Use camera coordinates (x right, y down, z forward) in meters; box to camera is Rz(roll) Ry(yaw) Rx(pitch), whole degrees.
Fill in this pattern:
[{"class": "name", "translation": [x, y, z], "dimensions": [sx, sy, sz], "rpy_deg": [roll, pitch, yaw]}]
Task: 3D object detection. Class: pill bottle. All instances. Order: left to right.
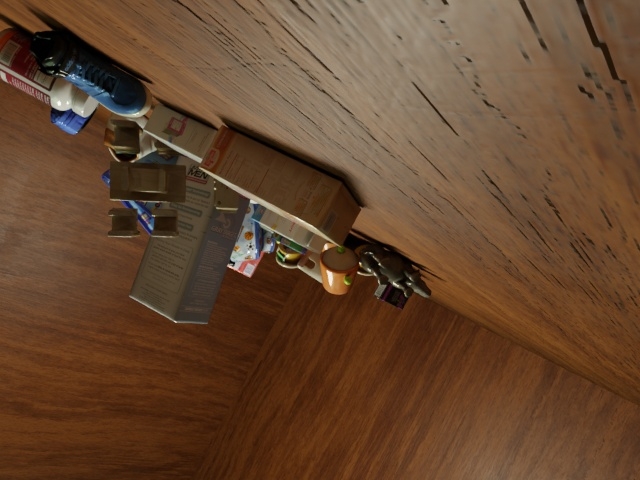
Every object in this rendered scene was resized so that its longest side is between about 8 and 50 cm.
[{"class": "pill bottle", "translation": [-0.455, -0.275, 0.717], "dimensions": [0.152, 0.086, 0.086], "rpy_deg": [30, 178, -16]}]

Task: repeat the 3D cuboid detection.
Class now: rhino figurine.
[{"class": "rhino figurine", "translation": [0.188, 0.078, 1.014], "dimensions": [0.243, 0.073, 0.106], "rpy_deg": [28, -168, -35]}]

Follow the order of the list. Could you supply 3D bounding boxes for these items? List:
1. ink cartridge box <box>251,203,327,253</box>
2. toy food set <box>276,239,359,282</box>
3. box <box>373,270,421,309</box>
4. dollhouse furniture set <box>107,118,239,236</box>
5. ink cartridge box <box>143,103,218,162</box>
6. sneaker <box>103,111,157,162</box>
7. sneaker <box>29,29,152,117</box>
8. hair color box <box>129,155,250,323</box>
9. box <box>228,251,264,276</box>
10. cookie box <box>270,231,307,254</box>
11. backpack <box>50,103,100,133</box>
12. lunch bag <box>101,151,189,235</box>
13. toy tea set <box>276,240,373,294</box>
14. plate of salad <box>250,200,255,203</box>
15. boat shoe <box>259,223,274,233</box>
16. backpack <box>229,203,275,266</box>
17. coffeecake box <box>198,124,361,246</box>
[{"class": "ink cartridge box", "translation": [-0.039, -0.043, 0.797], "dimensions": [0.143, 0.092, 0.090], "rpy_deg": [27, 178, 40]}, {"class": "toy food set", "translation": [0.050, 0.068, 1.277], "dimensions": [0.220, 0.092, 0.306], "rpy_deg": [30, -160, 37]}, {"class": "box", "translation": [0.217, 0.125, 1.192], "dimensions": [0.029, 0.116, 0.162], "rpy_deg": [29, 179, 38]}, {"class": "dollhouse furniture set", "translation": [-0.290, -0.114, 0.869], "dimensions": [0.242, 0.212, 0.161], "rpy_deg": [1, -178, -12]}, {"class": "ink cartridge box", "translation": [-0.203, -0.159, 0.683], "dimensions": [0.122, 0.052, 0.088], "rpy_deg": [29, 178, 20]}, {"class": "sneaker", "translation": [-0.470, -0.250, 1.069], "dimensions": [0.106, 0.123, 0.290], "rpy_deg": [27, 179, -5]}, {"class": "sneaker", "translation": [-0.293, -0.210, 0.538], "dimensions": [0.152, 0.058, 0.084], "rpy_deg": [35, -173, 8]}, {"class": "hair color box", "translation": [-0.314, -0.005, 1.055], "dimensions": [0.185, 0.374, 0.114], "rpy_deg": [17, 178, 32]}, {"class": "box", "translation": [-0.292, -0.022, 1.760], "dimensions": [0.154, 0.300, 0.142], "rpy_deg": [29, 178, -19]}, {"class": "cookie box", "translation": [-0.052, -0.033, 1.009], "dimensions": [0.040, 0.107, 0.092], "rpy_deg": [24, 175, 46]}, {"class": "backpack", "translation": [-0.648, -0.344, 1.107], "dimensions": [0.101, 0.120, 0.098], "rpy_deg": [30, 178, -40]}, {"class": "lunch bag", "translation": [-0.445, -0.153, 1.219], "dimensions": [0.293, 0.221, 0.138], "rpy_deg": [50, 143, -14]}, {"class": "toy tea set", "translation": [0.000, 0.000, 1.097], "dimensions": [0.336, 0.200, 0.124], "rpy_deg": [26, 133, 26]}, {"class": "plate of salad", "translation": [-0.237, -0.159, 1.231], "dimensions": [0.200, 0.048, 0.200], "rpy_deg": [27, -171, -5]}, {"class": "boat shoe", "translation": [-0.049, -0.028, 1.407], "dimensions": [0.320, 0.103, 0.118], "rpy_deg": [25, 179, -34]}, {"class": "backpack", "translation": [-0.257, -0.041, 1.466], "dimensions": [0.213, 0.276, 0.263], "rpy_deg": [-8, -174, -5]}, {"class": "coffeecake box", "translation": [-0.049, -0.071, 0.595], "dimensions": [0.185, 0.068, 0.142], "rpy_deg": [28, 179, 18]}]
